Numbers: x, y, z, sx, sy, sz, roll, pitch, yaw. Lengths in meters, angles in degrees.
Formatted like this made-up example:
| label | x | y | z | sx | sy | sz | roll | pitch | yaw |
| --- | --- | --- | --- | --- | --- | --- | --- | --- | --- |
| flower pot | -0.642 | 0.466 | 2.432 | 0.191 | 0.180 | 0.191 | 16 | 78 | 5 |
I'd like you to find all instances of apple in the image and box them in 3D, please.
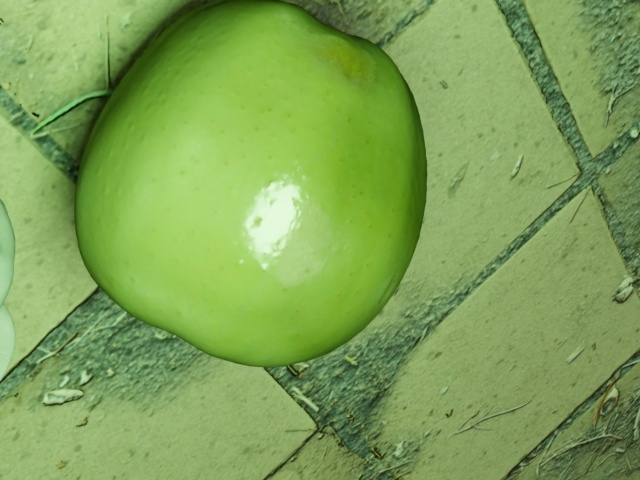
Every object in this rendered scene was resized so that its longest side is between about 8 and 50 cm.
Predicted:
| label | x | y | z | sx | sy | sz | roll | pitch | yaw |
| --- | --- | --- | --- | --- | --- | --- | --- | --- | --- |
| apple | -0.058 | -0.055 | 1.428 | 0.357 | 0.357 | 0.357 | -24 | 137 | -25 |

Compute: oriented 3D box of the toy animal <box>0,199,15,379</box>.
| label | x | y | z | sx | sy | sz | roll | pitch | yaw |
| --- | --- | --- | --- | --- | --- | --- | --- | --- | --- |
| toy animal | -0.388 | 0.067 | 1.382 | 0.258 | 0.194 | 0.357 | -48 | 166 | -37 |
